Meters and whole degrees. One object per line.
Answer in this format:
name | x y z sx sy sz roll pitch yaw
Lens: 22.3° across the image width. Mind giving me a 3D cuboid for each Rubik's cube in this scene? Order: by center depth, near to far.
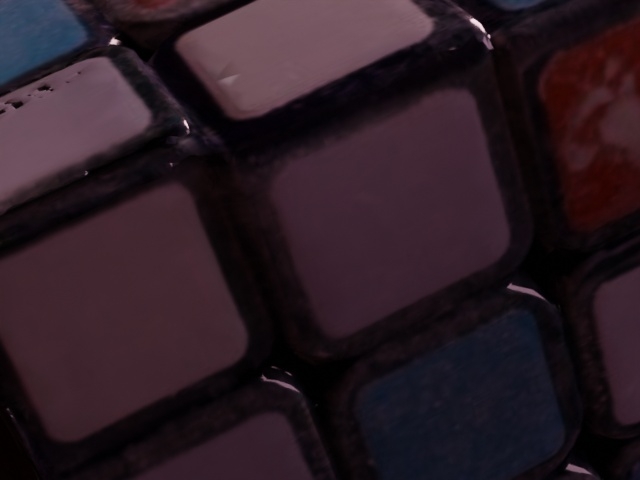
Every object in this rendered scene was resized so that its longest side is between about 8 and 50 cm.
Rubik's cube | 0.000 0.000 0.815 0.363 0.359 0.362 53 -12 56

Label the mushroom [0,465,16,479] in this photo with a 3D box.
mushroom | -0.179 0.136 0.727 0.088 0.097 0.212 10 -40 54
